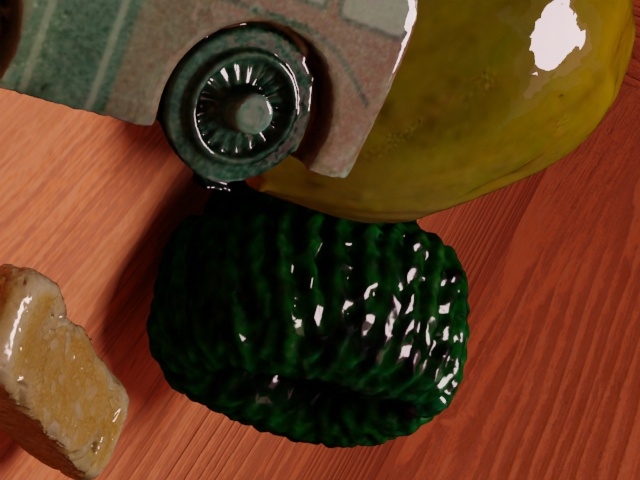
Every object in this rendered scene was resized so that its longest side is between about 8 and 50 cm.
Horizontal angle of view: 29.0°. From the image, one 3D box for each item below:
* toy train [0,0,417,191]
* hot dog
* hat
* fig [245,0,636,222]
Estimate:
[{"bbox_3d":[-0.099,-0.123,0.528,0.326,0.129,0.159,14,108,-34],"label":"toy train"},{"bbox_3d":[-0.200,0.093,0.861,0.242,0.073,0.084,75,36,-62],"label":"hot dog"},{"bbox_3d":[0.000,0.000,1.115,0.242,0.274,0.332,-40,-143,48],"label":"hat"},{"bbox_3d":[0.058,-0.172,0.955,0.343,0.343,0.343,-58,162,-32],"label":"fig"}]
